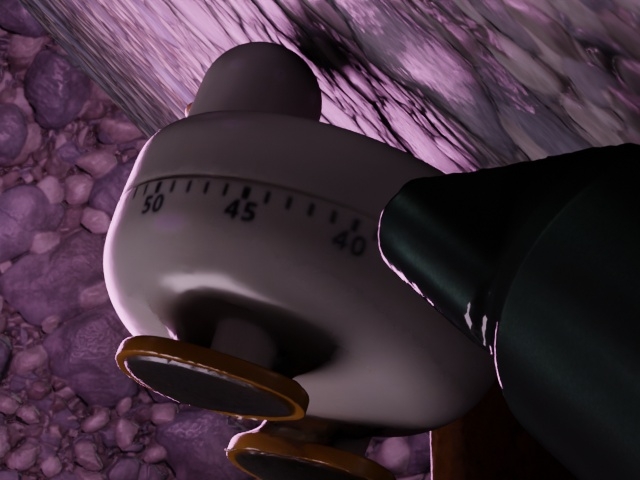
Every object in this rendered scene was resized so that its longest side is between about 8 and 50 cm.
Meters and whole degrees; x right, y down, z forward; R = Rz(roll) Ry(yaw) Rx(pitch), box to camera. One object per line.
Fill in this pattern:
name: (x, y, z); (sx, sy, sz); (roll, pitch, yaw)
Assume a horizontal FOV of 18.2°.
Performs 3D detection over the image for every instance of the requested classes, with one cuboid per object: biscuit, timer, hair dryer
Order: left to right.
timer: (0.000, 0.000, 1.108); (0.233, 0.240, 0.233); (17, 158, 7)
biscuit: (0.150, 0.202, 1.336); (0.278, 0.043, 0.301); (-39, -76, -53)
hair dryer: (0.137, 0.115, 0.652); (0.244, 0.116, 0.302); (43, 149, 50)
